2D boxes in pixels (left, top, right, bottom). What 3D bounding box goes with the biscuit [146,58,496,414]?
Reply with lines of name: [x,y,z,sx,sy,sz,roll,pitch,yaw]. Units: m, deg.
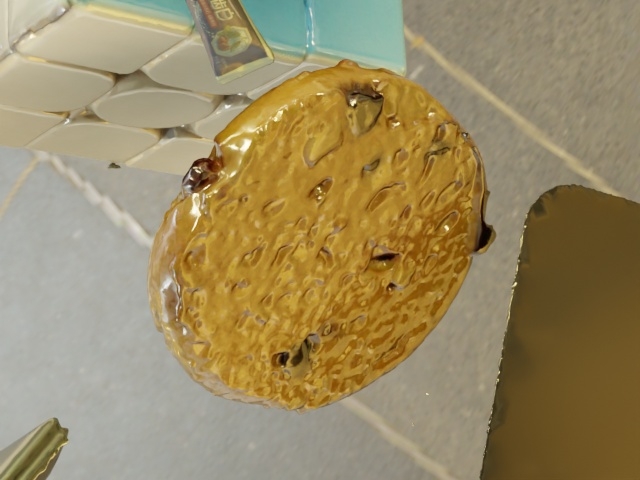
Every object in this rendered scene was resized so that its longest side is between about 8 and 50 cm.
biscuit: [-0.001,0.000,1.204,0.075,0.296,0.296,39,130,45]

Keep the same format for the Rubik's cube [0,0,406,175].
Rubik's cube: [-0.134,-0.237,1.279,0.291,0.291,0.290,-23,65,53]

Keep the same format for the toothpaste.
toothpaste: [-0.065,-0.144,0.915,0.037,0.021,0.140,-22,132,5]

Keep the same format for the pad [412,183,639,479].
pad: [0.197,0.151,1.259,0.315,0.063,0.375,16,78,-21]

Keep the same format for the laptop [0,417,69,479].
laptop: [-0.136,0.118,0.370,0.129,0.180,0.016,-33,104,38]
